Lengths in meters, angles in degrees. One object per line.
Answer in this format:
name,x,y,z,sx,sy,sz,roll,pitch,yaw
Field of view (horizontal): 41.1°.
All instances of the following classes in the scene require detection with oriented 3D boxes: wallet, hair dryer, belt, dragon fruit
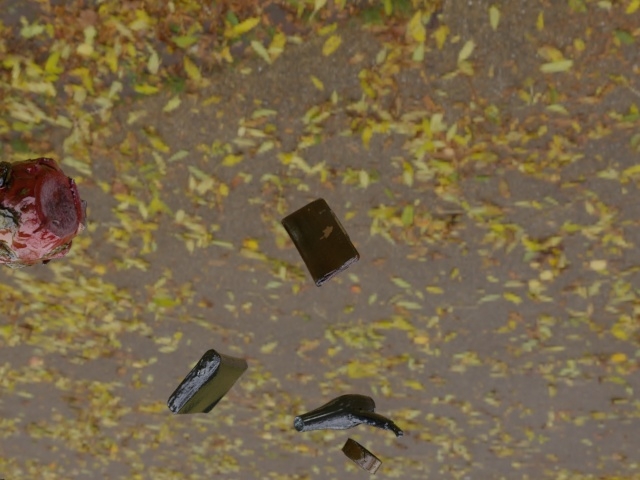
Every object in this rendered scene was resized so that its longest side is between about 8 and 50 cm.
wallet,-0.223,0.284,1.692,0.044,0.149,0.250,40,178,13
hair dryer,0.079,0.367,1.725,0.195,0.075,0.219,-6,-174,-39
belt,0.079,0.426,1.684,0.083,0.036,0.059,32,175,23
wallet,0.000,0.000,1.500,0.095,0.176,0.026,-32,135,0
dragon fruit,-0.693,-0.057,1.906,0.290,0.250,0.269,-8,-176,22

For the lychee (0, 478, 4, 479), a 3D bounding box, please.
lychee,-0.741,0.575,1.840,0.171,0.171,0.171,4,146,2
